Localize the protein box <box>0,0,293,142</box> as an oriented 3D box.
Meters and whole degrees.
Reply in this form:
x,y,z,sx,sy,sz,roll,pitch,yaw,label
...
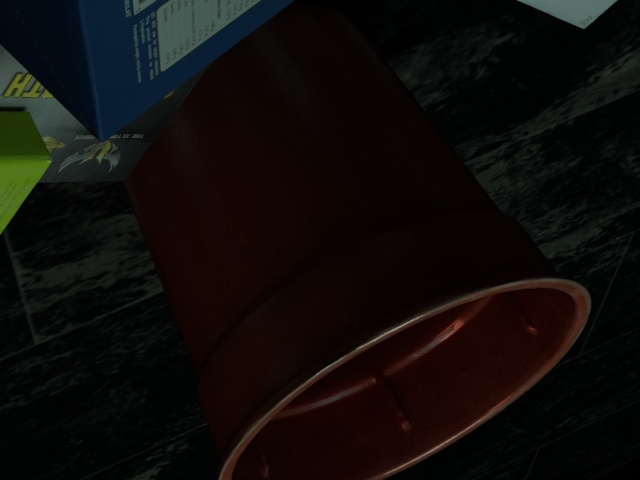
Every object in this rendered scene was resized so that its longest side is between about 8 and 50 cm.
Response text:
x,y,z,sx,sy,sz,roll,pitch,yaw,label
-0.073,-0.193,0.738,0.201,0.136,0.200,-40,160,-21,protein box

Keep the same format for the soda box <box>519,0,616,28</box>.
x,y,z,sx,sy,sz,roll,pitch,yaw,label
0.135,-0.208,1.074,0.069,0.074,0.216,-41,153,25,soda box

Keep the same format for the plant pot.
x,y,z,sx,sy,sz,roll,pitch,yaw,label
0.000,0.000,1.099,0.272,0.265,0.272,-24,156,-11,plant pot

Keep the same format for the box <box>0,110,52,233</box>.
x,y,z,sx,sy,sz,roll,pitch,yaw,label
-0.253,-0.025,0.905,0.178,0.042,0.109,-2,144,-44,box

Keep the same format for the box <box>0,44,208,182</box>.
x,y,z,sx,sy,sz,roll,pitch,yaw,label
-0.174,-0.109,0.949,0.231,0.056,0.183,-3,144,-45,box
